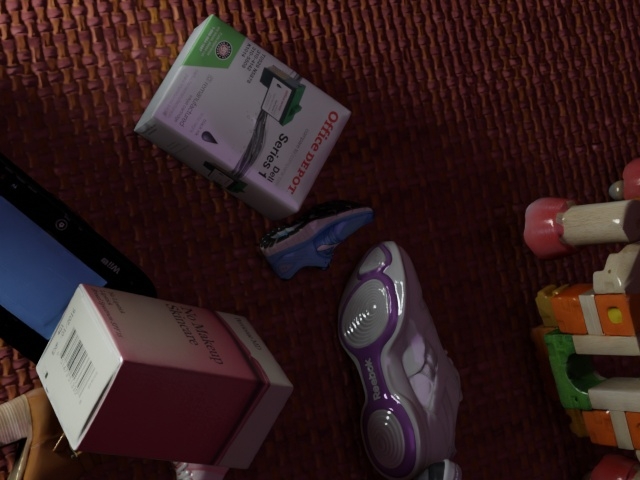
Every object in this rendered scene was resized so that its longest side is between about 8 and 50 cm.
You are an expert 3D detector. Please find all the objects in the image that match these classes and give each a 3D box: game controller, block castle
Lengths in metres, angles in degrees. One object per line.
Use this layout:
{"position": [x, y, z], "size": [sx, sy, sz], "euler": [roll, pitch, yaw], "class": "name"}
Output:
{"position": [-0.336, 0.023, 1.392], "size": [0.166, 0.067, 0.319], "euler": [-39, 117, 16], "class": "game controller"}
{"position": [0.451, 0.129, 1.700], "size": [0.303, 0.212, 0.453], "euler": [-21, 99, -36], "class": "block castle"}

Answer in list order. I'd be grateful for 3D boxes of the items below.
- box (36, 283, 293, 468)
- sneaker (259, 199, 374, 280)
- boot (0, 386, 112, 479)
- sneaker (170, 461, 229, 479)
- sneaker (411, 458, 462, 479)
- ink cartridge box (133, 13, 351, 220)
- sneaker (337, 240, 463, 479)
{"position": [-0.174, 0.155, 1.398], "size": [0.232, 0.149, 0.127], "euler": [14, 114, -39], "class": "box"}
{"position": [0.000, 0.000, 1.604], "size": [0.162, 0.063, 0.073], "euler": [-26, 112, -20], "class": "sneaker"}
{"position": [-0.291, 0.263, 1.431], "size": [0.152, 0.073, 0.197], "euler": [-15, 92, -28], "class": "boot"}
{"position": [-0.167, 0.255, 1.494], "size": [0.134, 0.051, 0.070], "euler": [31, 68, -22], "class": "sneaker"}
{"position": [0.044, 0.345, 1.508], "size": [0.153, 0.101, 0.269], "euler": [36, 105, -8], "class": "sneaker"}
{"position": [-0.093, -0.149, 1.551], "size": [0.219, 0.092, 0.160], "euler": [33, 73, -17], "class": "ink cartridge box"}
{"position": [0.109, 0.154, 1.616], "size": [0.152, 0.114, 0.305], "euler": [3, 77, -49], "class": "sneaker"}
